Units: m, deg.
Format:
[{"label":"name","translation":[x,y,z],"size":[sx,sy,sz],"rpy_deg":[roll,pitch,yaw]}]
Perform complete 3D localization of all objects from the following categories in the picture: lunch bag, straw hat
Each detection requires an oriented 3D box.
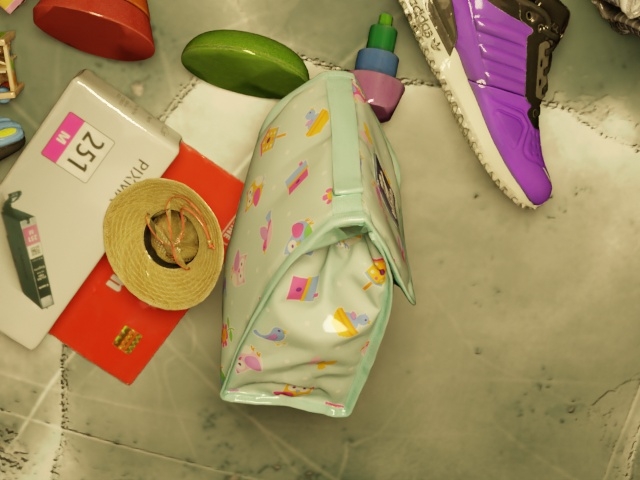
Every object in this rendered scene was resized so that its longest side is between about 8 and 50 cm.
[{"label":"lunch bag","translation":[0.000,0.000,1.129],"size":[0.160,0.223,0.262],"rpy_deg":[10,133,-11]},{"label":"straw hat","translation":[-0.142,-0.005,1.205],"size":[0.144,0.061,0.144],"rpy_deg":[10,115,23]}]

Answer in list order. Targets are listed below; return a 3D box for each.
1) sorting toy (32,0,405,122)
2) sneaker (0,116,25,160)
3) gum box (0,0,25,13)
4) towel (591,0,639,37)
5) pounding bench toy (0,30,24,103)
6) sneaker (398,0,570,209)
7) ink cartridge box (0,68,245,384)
[{"label":"sorting toy","translation":[-0.085,-0.221,1.174],"size":[0.365,0.127,0.126],"rpy_deg":[14,78,-10]},{"label":"sneaker","translation":[-0.373,-0.059,1.226],"size":[0.188,0.067,0.078],"rpy_deg":[-37,128,8]},{"label":"gum box","translation":[-0.266,-0.321,1.133],"size":[0.188,0.062,0.107],"rpy_deg":[-43,106,12]},{"label":"towel","translation":[0.385,-0.273,1.091],"size":[0.284,0.235,0.121],"rpy_deg":[-29,114,7]},{"label":"pounding bench toy","translation":[-0.342,-0.167,1.188],"size":[0.083,0.052,0.065],"rpy_deg":[-5,110,-1]},{"label":"sneaker","translation":[0.188,-0.173,1.184],"size":[0.146,0.102,0.293],"rpy_deg":[-28,108,6]},{"label":"ink cartridge box","translation":[-0.226,0.002,1.250],"size":[0.239,0.060,0.275],"rpy_deg":[35,104,-12]}]
